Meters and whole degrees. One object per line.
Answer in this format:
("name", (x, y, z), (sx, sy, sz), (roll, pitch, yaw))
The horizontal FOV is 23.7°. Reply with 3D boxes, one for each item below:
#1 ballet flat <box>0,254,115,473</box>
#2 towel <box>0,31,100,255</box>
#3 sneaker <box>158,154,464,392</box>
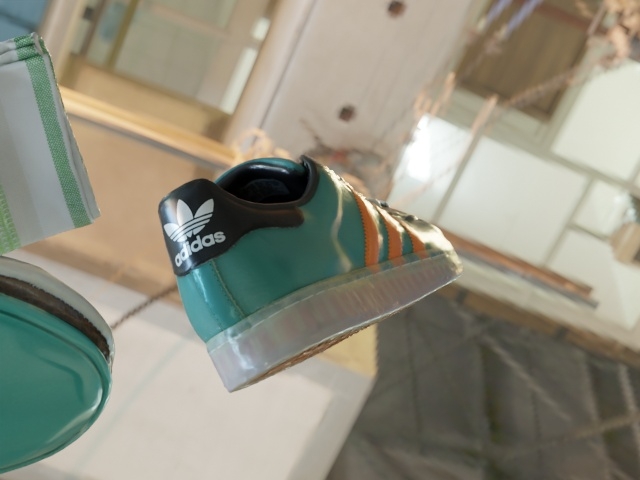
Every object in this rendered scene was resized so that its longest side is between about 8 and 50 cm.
("ballet flat", (-0.261, 0.035, 0.624), (0.400, 0.139, 0.139), (-1, -143, -48))
("towel", (-0.190, -0.028, 0.741), (0.152, 0.113, 0.023), (-22, -144, -12))
("sneaker", (0.000, 0.000, 0.920), (0.121, 0.108, 0.302), (62, -161, 4))
